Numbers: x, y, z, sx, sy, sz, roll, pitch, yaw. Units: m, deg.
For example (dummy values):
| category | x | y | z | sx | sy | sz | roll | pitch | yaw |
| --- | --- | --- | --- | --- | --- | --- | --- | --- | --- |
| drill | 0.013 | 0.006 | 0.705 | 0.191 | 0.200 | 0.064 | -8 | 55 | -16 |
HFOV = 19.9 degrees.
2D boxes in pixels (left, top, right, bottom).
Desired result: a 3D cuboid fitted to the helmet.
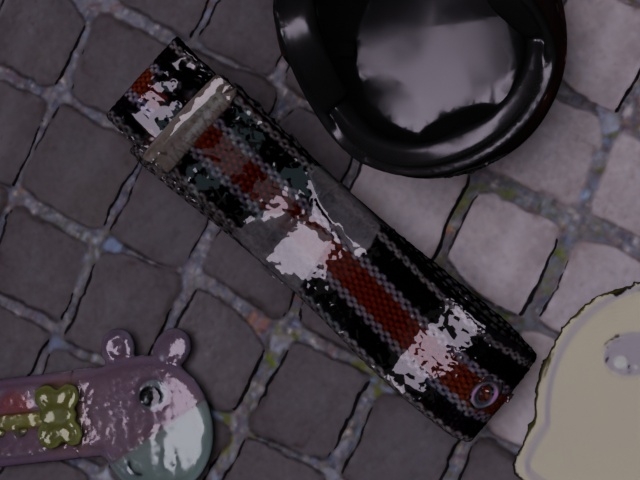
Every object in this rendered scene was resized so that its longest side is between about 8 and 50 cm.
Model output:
| category | x | y | z | sx | sy | sz | roll | pitch | yaw |
| --- | --- | --- | --- | --- | --- | --- | --- | --- | --- |
| helmet | 0.076 | -0.149 | 1.275 | 0.189 | 0.193 | 0.216 | -17 | 80 | 16 |

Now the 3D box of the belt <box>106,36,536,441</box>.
| category | x | y | z | sx | sy | sz | roll | pitch | yaw |
| --- | --- | --- | --- | --- | --- | --- | --- | --- | --- |
| belt | 0.000 | 0.000 | 1.333 | 0.359 | 0.126 | 0.094 | 42 | 88 | 9 |

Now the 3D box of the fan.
| category | x | y | z | sx | sy | sz | roll | pitch | yaw |
| --- | --- | --- | --- | --- | --- | --- | --- | --- | --- |
| fan | 0.297 | 0.129 | 1.286 | 0.335 | 0.011 | 0.230 | -15 | 82 | 17 |

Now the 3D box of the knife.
| category | x | y | z | sx | sy | sz | roll | pitch | yaw |
| --- | --- | --- | --- | --- | --- | --- | --- | --- | --- |
| knife | -0.275 | 0.148 | 1.437 | 0.398 | 0.038 | 0.132 | -7 | 81 | 16 |
